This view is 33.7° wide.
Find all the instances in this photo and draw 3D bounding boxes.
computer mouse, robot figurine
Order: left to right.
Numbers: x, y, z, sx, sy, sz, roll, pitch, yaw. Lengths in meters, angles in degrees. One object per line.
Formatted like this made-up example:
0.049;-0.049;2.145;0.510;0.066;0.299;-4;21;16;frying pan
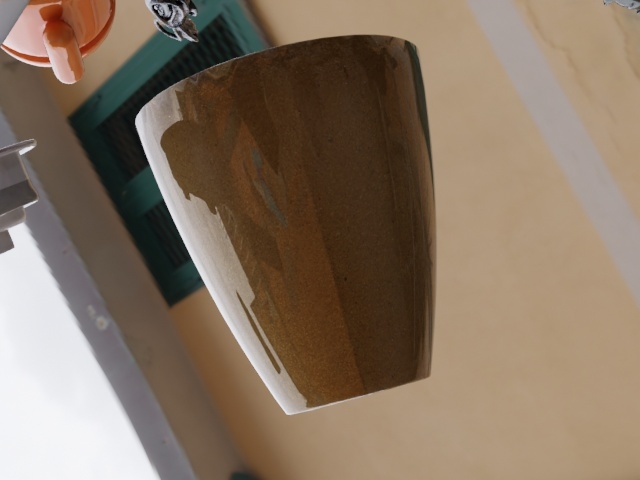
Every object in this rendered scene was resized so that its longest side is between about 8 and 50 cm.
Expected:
-0.248;-0.235;0.932;0.158;0.219;0.128;34;-105;4;robot figurine
-0.235;-0.332;1.153;0.072;0.188;0.272;-34;-91;-4;computer mouse

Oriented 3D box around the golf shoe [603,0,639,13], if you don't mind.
0.234;-0.297;0.719;0.105;0.120;0.273;0;-85;-29;golf shoe

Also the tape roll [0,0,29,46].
-0.240;-0.119;0.331;0.286;0.100;0.286;34;-171;-6;tape roll

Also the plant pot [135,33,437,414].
0.000;0.000;0.839;0.237;0.237;0.254;-7;-102;-45;plant pot

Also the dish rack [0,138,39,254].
-0.366;0.036;0.730;0.333;0.285;0.072;-31;-81;-41;dish rack
